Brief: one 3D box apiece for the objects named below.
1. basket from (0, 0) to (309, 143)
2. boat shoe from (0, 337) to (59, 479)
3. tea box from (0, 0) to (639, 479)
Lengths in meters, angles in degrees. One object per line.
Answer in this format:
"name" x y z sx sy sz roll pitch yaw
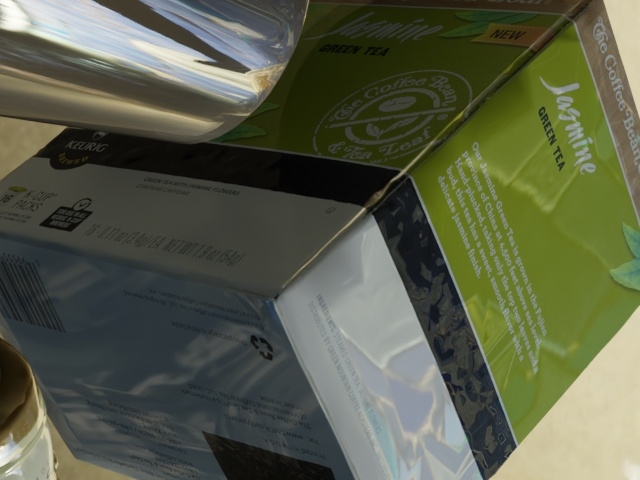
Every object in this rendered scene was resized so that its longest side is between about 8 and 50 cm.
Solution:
"basket" -0.128 -0.119 0.664 0.227 0.154 0.204 12 162 -44
"boat shoe" -0.103 0.034 0.412 0.050 0.135 0.045 -29 124 -20
"tea box" 0.000 0.000 1.153 0.329 0.323 0.220 10 133 44
